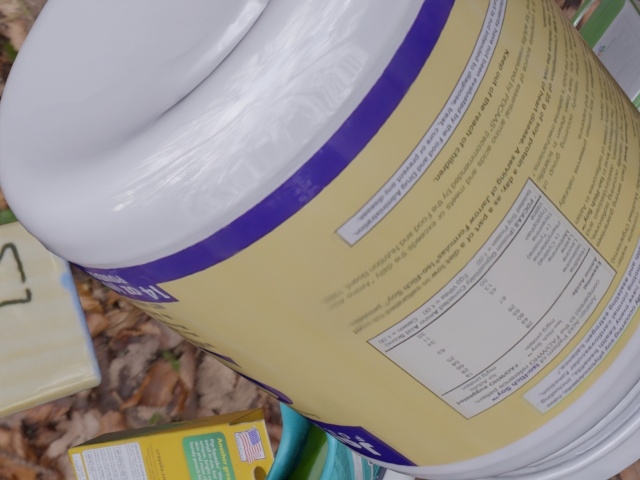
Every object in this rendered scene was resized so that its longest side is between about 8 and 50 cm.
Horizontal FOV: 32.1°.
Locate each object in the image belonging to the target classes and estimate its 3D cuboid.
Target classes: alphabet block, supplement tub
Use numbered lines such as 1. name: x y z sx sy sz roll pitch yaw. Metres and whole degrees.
1. alphabet block: -0.368 0.096 1.155 0.197 0.193 0.192 -16 87 -31
2. supplement tub: 0.036 -0.025 0.561 0.241 0.241 0.331 -41 128 12

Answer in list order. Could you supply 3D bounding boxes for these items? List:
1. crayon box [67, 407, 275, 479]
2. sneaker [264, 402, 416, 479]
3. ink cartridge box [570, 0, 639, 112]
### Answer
1. crayon box: -0.158 0.335 1.429 0.323 0.083 0.203 -14 91 31
2. sneaker: -0.023 0.224 0.766 0.107 0.110 0.275 1 72 46
3. ink cartridge box: 0.317 -0.183 1.156 0.062 0.209 0.109 21 122 -19
